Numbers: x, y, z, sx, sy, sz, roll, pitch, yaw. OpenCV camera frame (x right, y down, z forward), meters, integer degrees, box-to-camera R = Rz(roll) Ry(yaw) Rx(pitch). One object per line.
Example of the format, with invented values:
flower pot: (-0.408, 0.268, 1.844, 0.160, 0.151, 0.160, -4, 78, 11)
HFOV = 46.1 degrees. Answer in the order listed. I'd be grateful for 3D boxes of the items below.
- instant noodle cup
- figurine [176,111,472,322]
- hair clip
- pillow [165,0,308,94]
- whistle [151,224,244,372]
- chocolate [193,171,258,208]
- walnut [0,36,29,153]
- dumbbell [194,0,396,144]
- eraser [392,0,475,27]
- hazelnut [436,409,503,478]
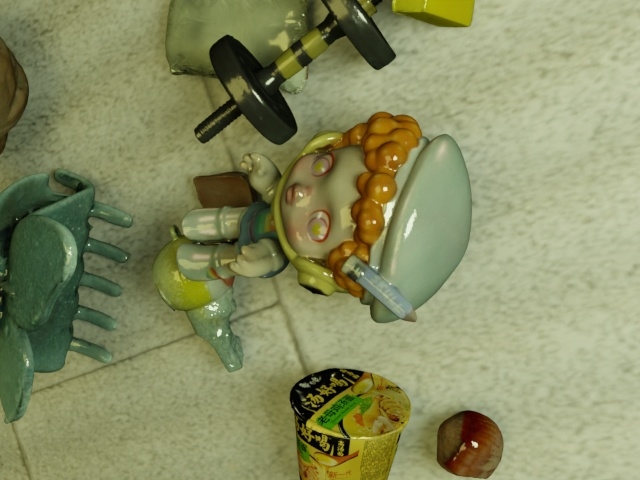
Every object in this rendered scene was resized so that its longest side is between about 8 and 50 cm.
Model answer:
instant noodle cup: (0.034, 0.248, 0.946, 0.151, 0.151, 0.122, 17, 117, 28)
figurine: (0.003, -0.028, 0.893, 0.381, 0.205, 0.225, 7, 70, 39)
hair clip: (-0.438, 0.057, 1.130, 0.391, 0.238, 0.319, 19, 107, 25)
pillow: (-0.114, -0.273, 1.004, 0.229, 0.051, 0.128, 15, 107, 26)
whistle: (-0.153, 0.077, 1.051, 0.122, 0.123, 0.223, -19, 102, 31)
chocolate: (-0.128, -0.067, 1.053, 0.100, 0.031, 0.065, -1, 114, 35)
walnut: (-0.583, -0.239, 1.173, 0.273, 0.227, 0.274, -16, 64, 36)
dumbbell: (-0.022, -0.218, 0.877, 0.325, 0.143, 0.143, -35, 79, 15)
eraser: (0.127, -0.288, 0.817, 0.045, 0.122, 0.097, 12, 102, 31)
hazelnut: (0.178, 0.245, 0.894, 0.086, 0.086, 0.087, 5, 99, 30)
